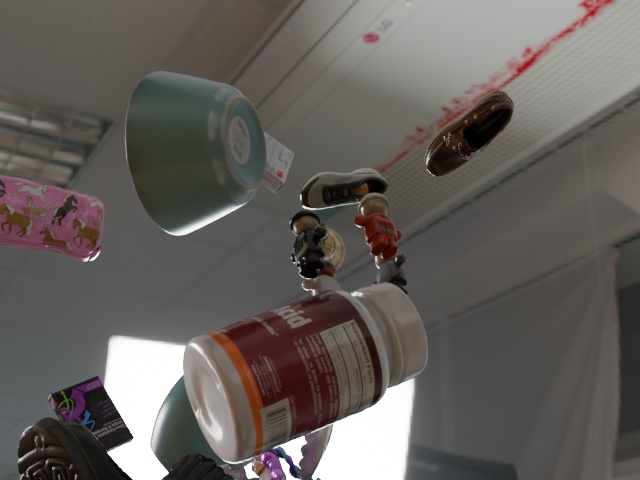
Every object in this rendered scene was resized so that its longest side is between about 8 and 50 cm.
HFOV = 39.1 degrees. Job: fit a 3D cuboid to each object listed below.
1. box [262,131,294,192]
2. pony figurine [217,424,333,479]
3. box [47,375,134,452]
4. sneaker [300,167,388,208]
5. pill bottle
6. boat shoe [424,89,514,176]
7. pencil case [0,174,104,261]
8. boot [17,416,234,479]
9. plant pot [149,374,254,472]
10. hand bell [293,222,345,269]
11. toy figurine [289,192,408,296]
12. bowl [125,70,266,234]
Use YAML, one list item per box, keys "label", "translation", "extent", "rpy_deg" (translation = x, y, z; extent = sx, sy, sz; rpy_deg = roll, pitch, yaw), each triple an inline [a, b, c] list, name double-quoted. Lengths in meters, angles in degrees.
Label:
- label: "box"
  translation: [-0.156, -0.214, 2.133]
  extent: [0.186, 0.145, 0.038]
  rpy_deg: [34, -56, -14]
- label: "pony figurine"
  translation: [-0.061, 0.539, 1.863]
  extent: [0.303, 0.363, 0.351]
  rpy_deg: [-24, -32, -16]
- label: "box"
  translation: [-0.480, 0.373, 1.886]
  extent: [0.116, 0.162, 0.029]
  rpy_deg: [-19, -22, -44]
- label: "sneaker"
  translation: [0.069, -0.148, 2.581]
  extent: [0.271, 0.100, 0.108]
  rpy_deg: [-14, 19, -21]
- label: "pill bottle"
  translation: [-0.021, 0.216, 1.580]
  extent: [0.392, 0.224, 0.224]
  rpy_deg: [-18, -15, -28]
- label: "boat shoe"
  translation: [0.271, -0.190, 1.660]
  extent: [0.073, 0.073, 0.207]
  rpy_deg: [32, -61, -21]
- label: "pencil case"
  translation: [-0.670, -0.054, 1.992]
  extent: [0.386, 0.167, 0.160]
  rpy_deg: [10, 5, -35]
- label: "boot"
  translation: [-0.244, 0.353, 1.255]
  extent: [0.131, 0.348, 0.260]
  rpy_deg: [-21, 9, 33]
- label: "plant pot"
  translation: [-0.320, 0.508, 2.313]
  extent: [0.195, 0.290, 0.290]
  rpy_deg: [-42, -26, -6]
- label: "hand bell"
  translation: [0.000, 0.000, 2.074]
  extent: [0.126, 0.126, 0.242]
  rpy_deg: [1, -13, -1]
- label: "toy figurine"
  translation: [0.056, 0.029, 1.705]
  extent: [0.213, 0.148, 0.209]
  rpy_deg: [-16, -45, 6]
- label: "bowl"
  translation: [-0.209, -0.170, 1.678]
  extent: [0.163, 0.311, 0.311]
  rpy_deg: [-4, -24, 21]
